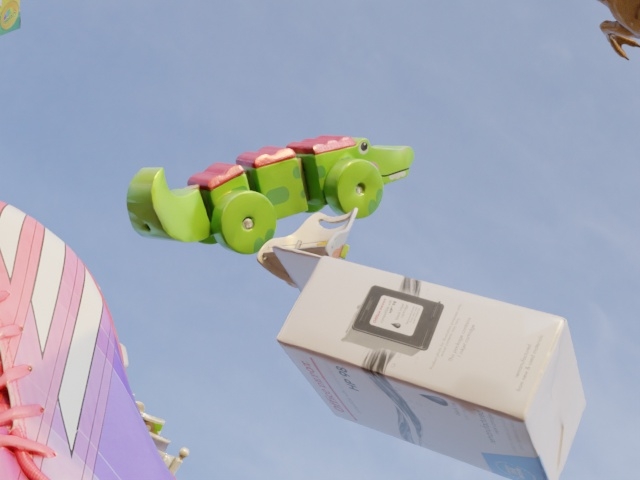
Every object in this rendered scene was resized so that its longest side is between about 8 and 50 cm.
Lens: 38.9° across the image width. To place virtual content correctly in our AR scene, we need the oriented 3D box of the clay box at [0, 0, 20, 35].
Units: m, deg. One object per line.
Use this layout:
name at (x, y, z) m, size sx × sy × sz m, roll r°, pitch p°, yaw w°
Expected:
clay box at (-0.424, -0.251, 1.000) m, size 0.127 × 0.222 × 0.053 m, roll 8°, pitch -68°, yaw 4°

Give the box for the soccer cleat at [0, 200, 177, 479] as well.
soccer cleat at (-0.117, 0.068, 0.352) m, size 0.083 × 0.095 × 0.248 m, roll -40°, pitch -112°, yaw 10°

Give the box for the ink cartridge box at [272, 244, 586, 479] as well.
ink cartridge box at (0.049, 0.070, 0.512) m, size 0.180 × 0.060 × 0.104 m, roll 14°, pitch -28°, yaw 31°

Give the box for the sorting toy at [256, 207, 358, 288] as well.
sorting toy at (0.000, 0.000, 0.789) m, size 0.083 × 0.075 × 0.045 m, roll -6°, pitch -48°, yaw 42°

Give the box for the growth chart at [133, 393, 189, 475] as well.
growth chart at (-0.307, 0.302, 1.313) m, size 0.237 × 0.021 × 0.172 m, roll 40°, pitch -95°, yaw -22°

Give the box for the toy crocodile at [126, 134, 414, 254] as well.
toy crocodile at (-0.045, -0.061, 0.976) m, size 0.115 × 0.340 × 0.105 m, roll 13°, pitch -63°, yaw 57°

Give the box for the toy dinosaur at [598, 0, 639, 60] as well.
toy dinosaur at (0.219, -0.180, 0.660) m, size 0.211 × 0.112 × 0.064 m, roll 17°, pitch -88°, yaw 3°
